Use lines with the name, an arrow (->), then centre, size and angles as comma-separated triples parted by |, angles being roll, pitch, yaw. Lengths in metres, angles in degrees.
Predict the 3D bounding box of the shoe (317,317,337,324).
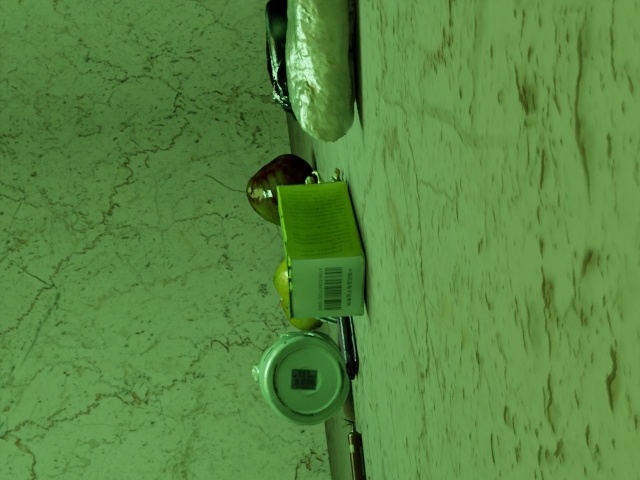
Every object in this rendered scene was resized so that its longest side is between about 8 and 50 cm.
shoe -> 0.015, 0.106, 1.886 | 0.106, 0.091, 0.207 | -56, -24, -42

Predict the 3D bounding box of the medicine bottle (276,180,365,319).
medicine bottle -> 0.000, 0.014, 1.512 | 0.250, 0.141, 0.137 | -101, 10, -54

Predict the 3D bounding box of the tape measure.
tape measure -> -0.029, -0.326, 1.468 | 0.202, 0.135, 0.223 | 51, -149, -84

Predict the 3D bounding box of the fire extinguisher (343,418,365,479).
fire extinguisher -> 0.080, 0.471, 1.819 | 0.049, 0.035, 0.173 | 3, -101, -55

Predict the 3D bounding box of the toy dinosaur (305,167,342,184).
toy dinosaur -> 0.030, -0.069, 1.699 | 0.142, 0.057, 0.212 | 50, 162, 49

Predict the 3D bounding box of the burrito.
burrito -> 0.000, -0.311, 1.261 | 0.143, 0.105, 0.299 | -108, 14, -57

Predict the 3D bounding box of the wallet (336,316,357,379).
wallet -> 0.053, 0.203, 1.779 | 0.111, 0.030, 0.166 | 90, 174, -59

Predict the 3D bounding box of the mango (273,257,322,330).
mango -> -0.029, 0.128, 2.058 | 0.262, 0.167, 0.130 | 83, -168, -44

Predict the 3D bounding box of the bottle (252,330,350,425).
bottle -> -0.049, 0.332, 2.079 | 0.351, 0.229, 0.229 | 154, 110, -80

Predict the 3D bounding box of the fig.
fig -> -0.077, -0.088, 2.472 | 0.321, 0.216, 0.217 | 61, -175, -20
